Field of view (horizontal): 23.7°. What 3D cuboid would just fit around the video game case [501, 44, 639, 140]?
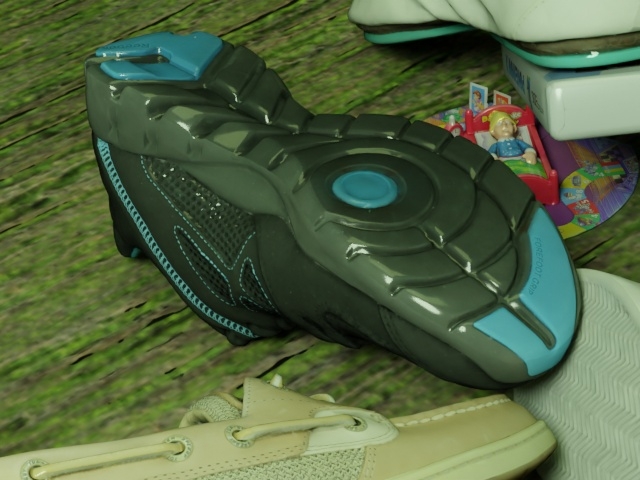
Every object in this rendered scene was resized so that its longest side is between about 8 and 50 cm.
[{"bbox_3d":[0.284,-0.114,0.917,0.329,0.036,0.300,-5,12,3],"label":"video game case"}]

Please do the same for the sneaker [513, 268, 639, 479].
[{"bbox_3d":[0.210,0.097,0.698,0.169,0.108,0.292,14,9,-19],"label":"sneaker"}]

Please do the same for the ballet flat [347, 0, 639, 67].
[{"bbox_3d":[0.110,-0.186,0.949,0.139,0.139,0.400,-16,13,-11],"label":"ballet flat"}]

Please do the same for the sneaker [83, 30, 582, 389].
[{"bbox_3d":[0.000,0.000,0.836,0.125,0.140,0.341,-23,40,-36],"label":"sneaker"}]

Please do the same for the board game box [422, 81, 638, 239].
[{"bbox_3d":[0.114,-0.056,0.967,0.168,0.033,0.133,22,45,35],"label":"board game box"}]

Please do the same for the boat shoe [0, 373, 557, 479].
[{"bbox_3d":[-0.020,0.102,0.646,0.302,0.109,0.098,-12,63,-39],"label":"boat shoe"}]
